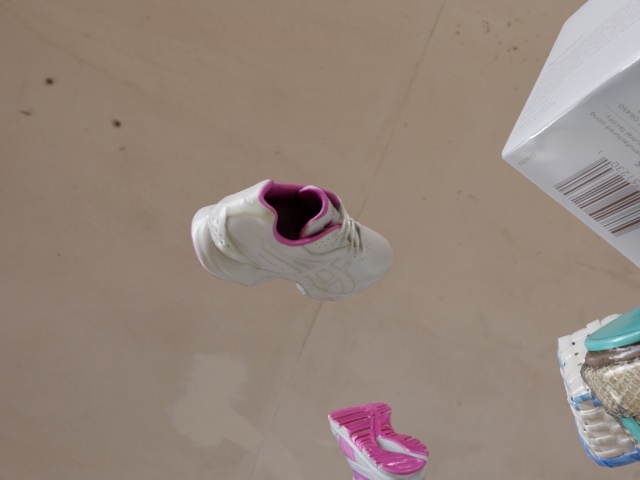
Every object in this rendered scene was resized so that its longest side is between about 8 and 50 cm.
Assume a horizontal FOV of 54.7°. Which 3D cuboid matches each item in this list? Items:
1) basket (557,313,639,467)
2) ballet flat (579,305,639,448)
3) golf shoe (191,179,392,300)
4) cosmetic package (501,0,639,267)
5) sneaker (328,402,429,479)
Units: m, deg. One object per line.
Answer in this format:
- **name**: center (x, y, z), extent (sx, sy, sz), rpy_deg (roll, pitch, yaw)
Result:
- **basket**: center (0.544, 0.298, 1.068), extent (0.201, 0.289, 0.255), rpy_deg (-25, 19, 21)
- **ballet flat**: center (0.455, 0.064, 0.604), extent (0.482, 0.182, 0.164), rpy_deg (-30, -5, -23)
- **golf shoe**: center (0.000, 0.000, 0.761), extent (0.140, 0.306, 0.115), rpy_deg (-34, 60, 40)
- **cosmetic package**: center (0.558, -0.234, 0.961), extent (0.394, 0.329, 0.327), rpy_deg (-58, 7, -29)
- **sneaker**: center (0.080, 0.328, 0.932), extent (0.252, 0.102, 0.111), rpy_deg (-148, 52, -73)
